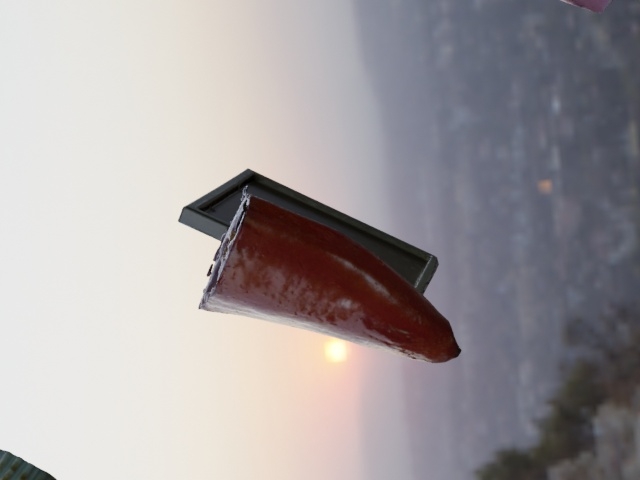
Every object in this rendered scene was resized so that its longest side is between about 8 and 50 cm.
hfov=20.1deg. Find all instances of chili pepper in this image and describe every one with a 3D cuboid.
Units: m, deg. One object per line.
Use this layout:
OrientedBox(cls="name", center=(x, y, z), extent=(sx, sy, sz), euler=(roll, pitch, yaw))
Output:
OrientedBox(cls="chili pepper", center=(0.013, 0.038, 1.136), extent=(0.065, 0.169, 0.088), euler=(-76, 12, -48))

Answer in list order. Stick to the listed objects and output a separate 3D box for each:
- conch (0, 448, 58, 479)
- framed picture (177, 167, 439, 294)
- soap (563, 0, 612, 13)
OrientedBox(cls="conch", center=(-0.280, 0.242, 1.566), extent=(0.153, 0.135, 0.102), euler=(48, -141, -52))
OrientedBox(cls="framed picture", center=(0.000, 0.000, 1.618), extent=(0.289, 0.211, 0.020), euler=(-46, -20, -79))
OrientedBox(cls="soap", center=(0.120, -0.187, 0.924), extent=(0.149, 0.100, 0.056), euler=(33, -169, -37))
